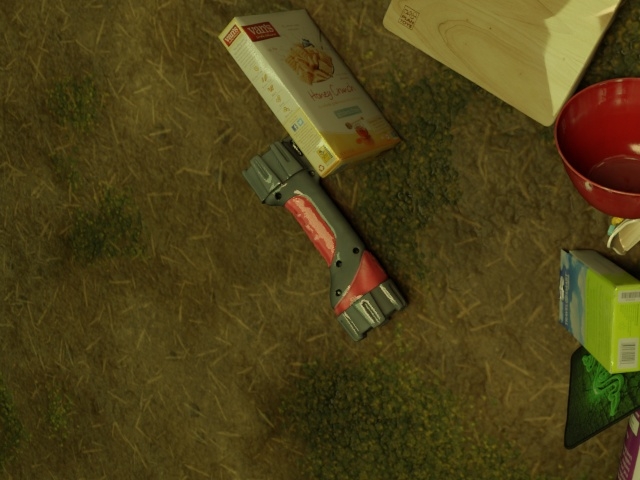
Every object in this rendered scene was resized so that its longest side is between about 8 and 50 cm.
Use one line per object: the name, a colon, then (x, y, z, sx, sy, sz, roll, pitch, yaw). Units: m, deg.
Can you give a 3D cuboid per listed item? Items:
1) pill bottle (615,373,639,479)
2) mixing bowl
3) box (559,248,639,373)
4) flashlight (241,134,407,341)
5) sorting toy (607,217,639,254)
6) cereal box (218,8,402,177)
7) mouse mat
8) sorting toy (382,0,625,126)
pill bottle: (0.443, 0.301, 1.206, 0.169, 0.169, 0.302, 17, 113, 29)
mixing bowl: (0.360, -0.092, 1.163, 0.181, 0.181, 0.098, 26, 150, 25)
box: (0.342, 0.081, 1.231, 0.042, 0.178, 0.109, -3, 105, -5)
flashlight: (0.000, 0.000, 1.453, 0.304, 0.103, 0.103, 52, 128, 8)
sorting toy: (0.375, -0.018, 1.214, 0.045, 0.075, 0.083, 49, 124, 12)
cereal box: (-0.010, -0.205, 1.355, 0.047, 0.173, 0.240, -41, 81, 35)
mouse mat: (0.356, 0.158, 1.216, 0.007, 0.190, 0.152, 40, 125, -10)
sorting toy: (0.244, -0.315, 1.205, 0.257, 0.089, 0.255, 36, 120, 20)
